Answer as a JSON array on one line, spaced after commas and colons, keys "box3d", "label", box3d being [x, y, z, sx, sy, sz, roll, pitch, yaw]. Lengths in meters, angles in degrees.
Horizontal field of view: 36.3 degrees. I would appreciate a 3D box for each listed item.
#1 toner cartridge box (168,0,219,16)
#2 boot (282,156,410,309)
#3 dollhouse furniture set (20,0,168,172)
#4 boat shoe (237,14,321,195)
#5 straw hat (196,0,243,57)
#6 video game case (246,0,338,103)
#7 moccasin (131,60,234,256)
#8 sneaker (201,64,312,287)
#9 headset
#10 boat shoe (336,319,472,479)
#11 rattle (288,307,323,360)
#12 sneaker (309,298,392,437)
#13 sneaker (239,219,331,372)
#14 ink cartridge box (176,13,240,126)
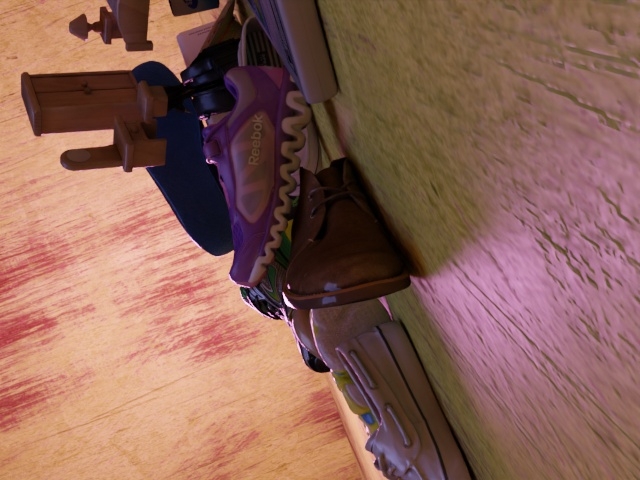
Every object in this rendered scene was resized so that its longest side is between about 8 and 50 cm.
[{"box3d": [-0.204, -0.480, 1.329, 0.348, 0.075, 0.165, 92, 163, -65], "label": "toner cartridge box"}, {"box3d": [0.011, -0.010, 0.921, 0.305, 0.112, 0.115, -121, 22, -77], "label": "boot"}, {"box3d": [-0.331, -0.322, 1.396, 0.303, 0.173, 0.356, -122, 33, -42], "label": "dollhouse furniture set"}, {"box3d": [-0.060, -0.162, 1.153, 0.076, 0.083, 0.226, 78, 171, -68], "label": "boat shoe"}, {"box3d": [-0.145, -0.324, 1.567, 0.061, 0.144, 0.144, 28, -173, -14], "label": "straw hat"}, {"box3d": [-0.073, -0.331, 0.908, 0.300, 0.036, 0.329, -116, 7, -53], "label": "video game case"}, {"box3d": [-0.240, -0.130, 1.643, 0.117, 0.137, 0.342, -124, 14, -87], "label": "moccasin"}, {"box3d": [-0.073, -0.073, 0.985, 0.095, 0.104, 0.236, 164, 116, -82], "label": "sneaker"}, {"box3d": [-0.135, -0.166, 1.382, 0.394, 0.185, 0.243, -123, 14, -56], "label": "headset"}, {"box3d": [0.088, 0.205, 0.993, 0.095, 0.084, 0.258, 77, 172, -54], "label": "boat shoe"}, {"box3d": [0.063, 0.110, 1.221, 0.130, 0.143, 0.200, 21, -158, -52], "label": "rattle"}, {"box3d": [0.055, 0.154, 1.135, 0.126, 0.091, 0.240, 82, 166, -72], "label": "sneaker"}, {"box3d": [-0.040, 0.095, 1.540, 0.134, 0.146, 0.343, 54, -174, -36], "label": "sneaker"}, {"box3d": [-0.139, -0.213, 1.669, 0.198, 0.114, 0.273, 77, 171, -60], "label": "ink cartridge box"}]
